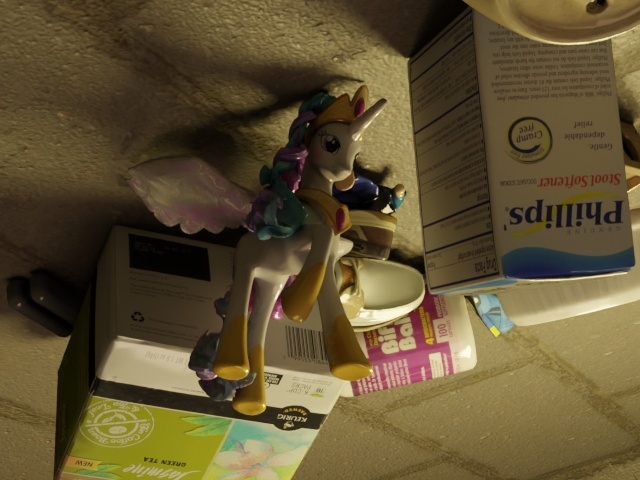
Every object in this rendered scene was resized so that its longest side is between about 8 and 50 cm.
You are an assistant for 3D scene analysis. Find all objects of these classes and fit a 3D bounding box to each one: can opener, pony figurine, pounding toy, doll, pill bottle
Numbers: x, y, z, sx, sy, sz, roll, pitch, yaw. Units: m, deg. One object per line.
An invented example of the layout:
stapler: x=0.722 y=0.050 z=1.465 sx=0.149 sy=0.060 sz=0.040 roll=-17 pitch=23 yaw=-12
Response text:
can opener: x=-0.367 y=0.129 z=2.019 sx=0.074 sy=0.093 sz=0.280 roll=-17 pitch=150 yaw=12
pony figurine: x=-0.056 y=0.014 z=1.636 sx=0.303 sy=0.363 sz=0.351 roll=27 pitch=145 yaw=-32
pounding toy: x=0.404 y=-0.113 z=1.857 sx=0.181 sy=0.094 sz=0.206 roll=-34 pitch=157 yaw=30
doll: x=0.051 y=-0.057 z=1.856 sx=0.129 sy=0.046 sz=0.189 roll=-12 pitch=160 yaw=25
pill bottle: x=0.087 y=0.156 z=2.180 sx=0.301 sy=0.169 sz=0.169 roll=-13 pitch=155 yaw=1

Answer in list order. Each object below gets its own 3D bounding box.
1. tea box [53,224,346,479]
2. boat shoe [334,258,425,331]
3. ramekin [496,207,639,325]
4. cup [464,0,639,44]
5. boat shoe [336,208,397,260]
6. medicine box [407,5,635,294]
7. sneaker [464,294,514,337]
tea box: x=-0.176 y=0.188 z=1.906 sx=0.329 sy=0.220 sz=0.323 roll=11 pitch=132 yaw=-18
boat shoe: x=0.022 y=0.071 z=2.037 sx=0.302 sy=0.113 sz=0.103 roll=-3 pitch=160 yaw=-17
ramekin: x=0.376 y=0.040 z=1.991 sx=0.273 sy=0.127 sz=0.273 roll=-14 pitch=178 yaw=-1
cup: x=0.195 y=-0.300 z=1.109 sx=0.331 sy=0.237 sz=0.331 roll=-7 pitch=145 yaw=-5
boat shoe: x=0.001 y=0.000 z=1.854 sx=0.223 sy=0.073 sz=0.080 roll=-3 pitch=162 yaw=35
medicine box: x=0.208 y=-0.092 z=1.478 sx=0.149 sy=0.289 sz=0.263 roll=-5 pitch=175 yaw=-12
sneaker: x=0.289 y=0.094 z=2.280 sx=0.082 sy=0.069 sz=0.209 roll=-36 pitch=149 yaw=5
